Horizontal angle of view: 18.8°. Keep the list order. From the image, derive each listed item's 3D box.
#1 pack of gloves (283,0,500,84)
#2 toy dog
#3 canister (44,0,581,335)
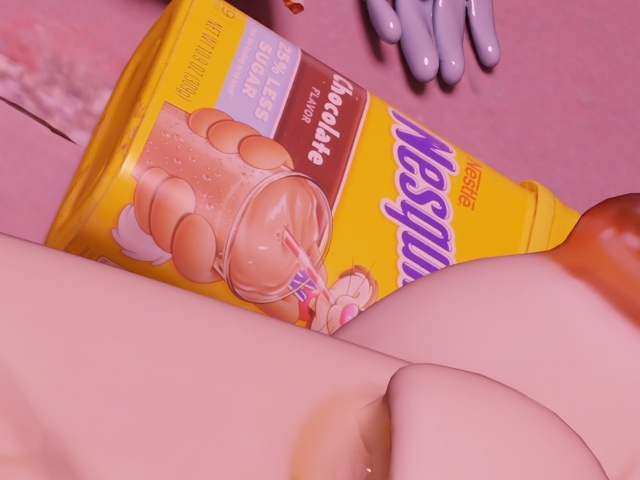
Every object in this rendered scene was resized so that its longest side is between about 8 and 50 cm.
[{"bbox_3d":[-0.005,-0.176,0.820,0.195,0.046,0.232,25,53,-36],"label":"pack of gloves"},{"bbox_3d":[-0.037,0.119,0.468,0.408,0.284,0.395,0,26,-29],"label":"toy dog"},{"bbox_3d":[0.000,0.000,0.680,0.170,0.073,0.126,31,49,-15],"label":"canister"}]
